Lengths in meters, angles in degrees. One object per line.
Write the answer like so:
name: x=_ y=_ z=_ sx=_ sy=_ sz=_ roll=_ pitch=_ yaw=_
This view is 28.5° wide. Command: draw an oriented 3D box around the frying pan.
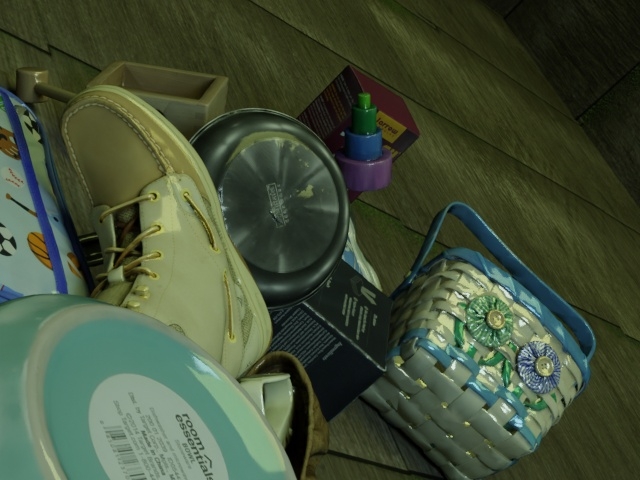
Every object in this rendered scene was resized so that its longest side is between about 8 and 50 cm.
frying pan: x=-0.105 y=-0.042 z=1.169 sx=0.326 sy=0.053 sz=0.197 roll=11 pitch=79 yaw=-30

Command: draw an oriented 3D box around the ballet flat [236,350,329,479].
ballet flat: x=-0.051 y=0.178 z=1.000 sx=0.342 sy=0.116 sz=0.124 roll=-65 pitch=150 yaw=-71

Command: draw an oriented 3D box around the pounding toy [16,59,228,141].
pounding toy: x=-0.215 y=-0.121 z=1.308 sx=0.206 sy=0.094 sz=0.181 roll=9 pitch=21 yaw=2

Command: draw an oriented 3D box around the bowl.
bowl: x=-0.124 y=0.150 z=0.639 sx=0.311 sy=0.163 sz=0.311 roll=38 pitch=27 yaw=-24

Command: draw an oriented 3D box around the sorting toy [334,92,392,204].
sorting toy: x=-0.048 y=-0.075 z=1.305 sx=0.127 sy=0.126 sz=0.366 roll=19 pitch=31 yaw=36

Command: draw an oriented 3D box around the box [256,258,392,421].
box: x=-0.013 y=0.079 z=1.320 sx=0.158 sy=0.093 sz=0.156 roll=40 pitch=22 yaw=-11

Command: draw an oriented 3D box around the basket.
basket: x=0.190 y=0.117 z=1.436 sx=0.255 sy=0.201 sz=0.289 roll=42 pitch=41 yaw=-8

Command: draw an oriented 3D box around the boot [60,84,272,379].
boot: x=-0.144 y=0.016 z=0.946 sx=0.262 sy=0.095 sz=0.203 roll=63 pitch=22 yaw=-9

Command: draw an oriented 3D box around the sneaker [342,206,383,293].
sneaker: x=0.000 y=0.000 z=1.489 sx=0.081 sy=0.080 sz=0.211 roll=4 pitch=50 yaw=-56

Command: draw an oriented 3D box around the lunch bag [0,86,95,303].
lunch bag: x=-0.297 y=-0.035 z=0.992 sx=0.243 sy=0.115 sz=0.303 roll=26 pitch=30 yaw=-44

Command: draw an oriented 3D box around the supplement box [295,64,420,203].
supplement box: x=0.018 y=-0.114 z=1.585 sx=0.104 sy=0.188 sz=0.080 roll=28 pitch=28 yaw=-37
